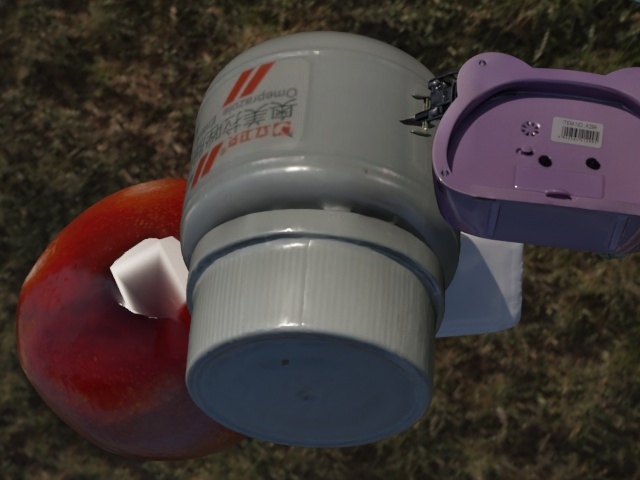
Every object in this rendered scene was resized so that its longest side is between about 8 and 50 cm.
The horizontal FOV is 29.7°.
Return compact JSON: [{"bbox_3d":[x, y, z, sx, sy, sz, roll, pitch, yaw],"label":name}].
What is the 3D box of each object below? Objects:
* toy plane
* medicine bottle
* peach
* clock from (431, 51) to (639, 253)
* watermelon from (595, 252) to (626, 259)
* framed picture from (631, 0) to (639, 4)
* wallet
[{"bbox_3d":[0.093,-0.094,0.851,0.120,0.049,0.031,-10,75,56],"label":"toy plane"},{"bbox_3d":[0.000,0.000,1.049,0.245,0.306,0.245,2,144,2],"label":"medicine bottle"},{"bbox_3d":[-0.188,0.101,1.514,0.388,0.388,0.388,19,130,23],"label":"peach"},{"bbox_3d":[0.145,-0.052,0.733,0.152,0.110,0.050,7,151,5],"label":"clock"},{"bbox_3d":[0.414,-0.085,1.858,0.146,0.128,0.231,7,96,10],"label":"watermelon"},{"bbox_3d":[0.322,-0.401,1.346,0.217,0.274,0.017,15,166,-17],"label":"framed picture"},{"bbox_3d":[0.123,0.046,1.264,0.182,0.032,0.124,-5,116,-5],"label":"wallet"}]
